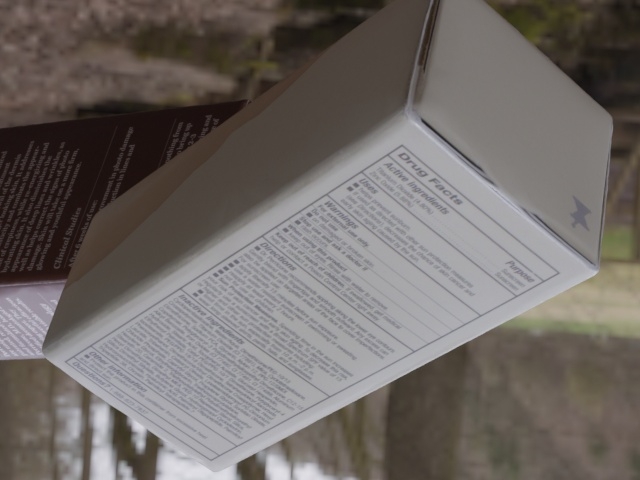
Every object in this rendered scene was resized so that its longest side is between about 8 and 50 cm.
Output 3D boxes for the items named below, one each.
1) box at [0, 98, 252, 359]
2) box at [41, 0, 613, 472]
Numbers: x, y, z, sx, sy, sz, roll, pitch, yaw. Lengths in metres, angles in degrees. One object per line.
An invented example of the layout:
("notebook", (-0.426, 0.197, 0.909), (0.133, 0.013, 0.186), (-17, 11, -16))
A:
("box", (-0.219, -0.001, 1.630), (0.381, 0.191, 0.143), (-2, 144, 28))
("box", (0.000, 0.000, 0.991), (0.148, 0.121, 0.311), (39, 132, -24))
